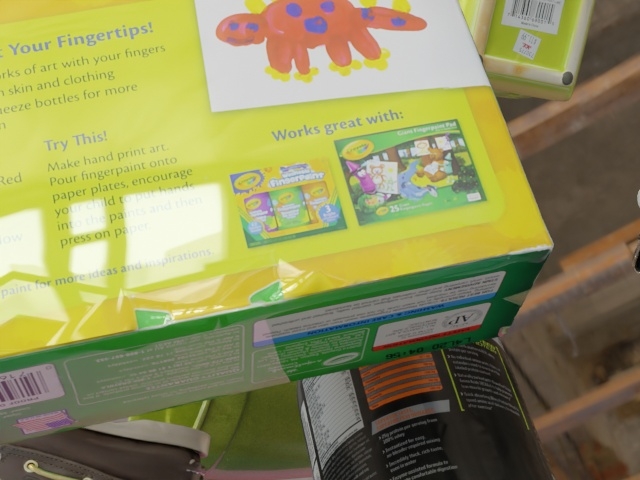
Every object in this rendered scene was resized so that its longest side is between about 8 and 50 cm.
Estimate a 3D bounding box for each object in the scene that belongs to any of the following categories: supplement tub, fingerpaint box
[{"bbox_3d":[0.093,0.193,1.010,0.207,0.338,0.207,-6,-49,-7],"label":"supplement tub"},{"bbox_3d":[-0.113,-0.076,0.819,0.445,0.371,0.163,-12,-26,-10],"label":"fingerpaint box"}]

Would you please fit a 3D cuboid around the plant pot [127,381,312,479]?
[{"bbox_3d":[-0.100,0.268,1.952,0.353,0.366,0.366,19,-53,-25],"label":"plant pot"}]

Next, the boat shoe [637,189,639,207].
[{"bbox_3d":[0.381,-0.045,1.128,0.125,0.038,0.046,-7,-84,6],"label":"boat shoe"}]

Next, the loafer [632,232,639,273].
[{"bbox_3d":[0.290,-0.011,0.936,0.045,0.039,0.125,29,-25,15],"label":"loafer"}]

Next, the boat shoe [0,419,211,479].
[{"bbox_3d":[-0.260,0.206,1.051,0.324,0.096,0.116,14,-19,-27],"label":"boat shoe"}]

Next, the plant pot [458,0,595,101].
[{"bbox_3d":[0.221,-0.297,1.434,0.228,0.207,0.227,7,-78,-24],"label":"plant pot"}]
